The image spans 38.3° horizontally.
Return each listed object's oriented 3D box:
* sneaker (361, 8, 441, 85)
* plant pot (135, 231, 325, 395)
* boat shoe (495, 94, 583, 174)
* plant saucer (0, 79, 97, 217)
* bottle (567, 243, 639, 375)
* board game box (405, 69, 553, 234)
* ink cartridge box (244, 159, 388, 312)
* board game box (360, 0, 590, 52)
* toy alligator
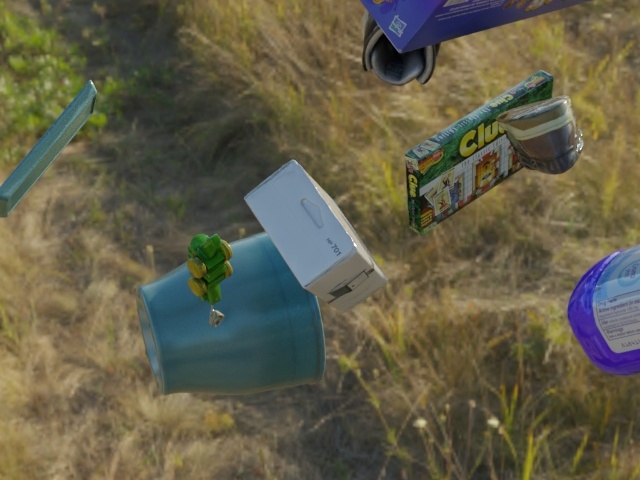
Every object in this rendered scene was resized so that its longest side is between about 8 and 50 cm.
[{"bbox_3d":[0.094,-0.241,1.142,0.101,0.268,0.153,12,65,2],"label":"sneaker"},{"bbox_3d":[-0.158,0.136,1.507,0.255,0.271,0.271,-14,29,-18],"label":"plant pot"},{"bbox_3d":[0.227,-0.105,0.945,0.080,0.073,0.223,-16,6,13],"label":"boat shoe"},{"bbox_3d":[-0.324,-0.107,1.094,0.018,0.067,0.192,34,62,-4],"label":"plant saucer"},{"bbox_3d":[0.323,0.026,0.680,0.118,0.092,0.283,-37,7,-39],"label":"bottle"},{"bbox_3d":[0.223,-0.123,1.278,0.260,0.136,0.030,-33,45,-23],"label":"board game box"},{"bbox_3d":[0.000,0.000,1.132,0.082,0.191,0.139,-36,70,6],"label":"ink cartridge box"},{"bbox_3d":[0.129,-0.299,0.776,0.347,0.078,0.233,-24,74,-41],"label":"board game box"},{"bbox_3d":[-0.154,0.046,1.229,0.056,0.189,0.051,-35,62,-29],"label":"toy alligator"}]
